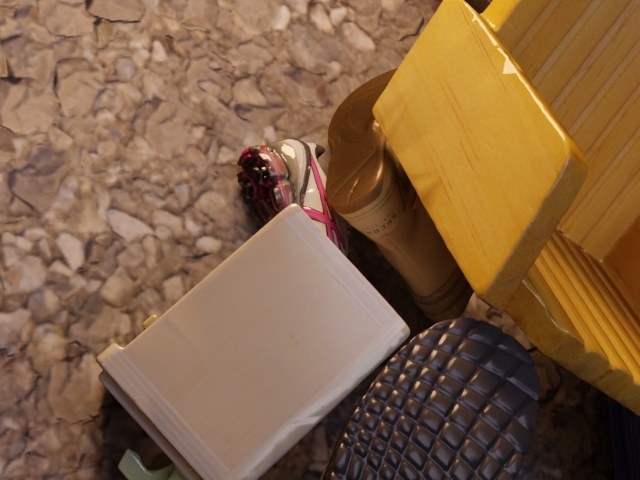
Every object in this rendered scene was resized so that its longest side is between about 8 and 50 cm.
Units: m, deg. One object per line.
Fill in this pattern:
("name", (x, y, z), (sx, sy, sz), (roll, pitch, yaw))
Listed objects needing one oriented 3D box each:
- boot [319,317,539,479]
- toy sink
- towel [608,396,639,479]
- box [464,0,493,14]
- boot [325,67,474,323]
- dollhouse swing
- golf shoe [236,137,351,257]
("boot", (0.012, 0.212, 0.825), (0.118, 0.223, 0.338), (38, 65, -1))
("toy sink", (-0.074, 0.102, 0.827), (0.234, 0.153, 0.131), (-42, 87, -12))
("towel", (0.420, 0.240, 1.167), (0.336, 0.040, 0.243), (10, 68, -29))
("box", (0.134, -0.337, 1.174), (0.233, 0.044, 0.159), (42, 58, -12))
("boot", (0.080, -0.043, 1.027), (0.165, 0.077, 0.213), (50, 29, -27))
("dollhouse swing", (0.279, -0.078, 0.943), (0.347, 0.305, 0.315), (33, 23, -41))
("golf shoe", (0.000, 0.000, 0.976), (0.086, 0.067, 0.186), (-14, 82, -34))
